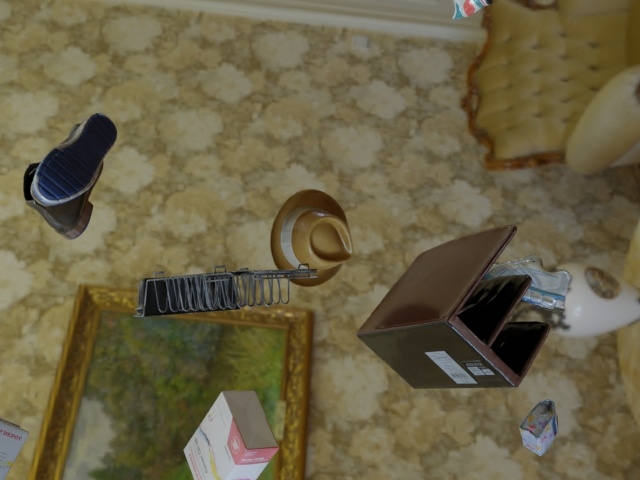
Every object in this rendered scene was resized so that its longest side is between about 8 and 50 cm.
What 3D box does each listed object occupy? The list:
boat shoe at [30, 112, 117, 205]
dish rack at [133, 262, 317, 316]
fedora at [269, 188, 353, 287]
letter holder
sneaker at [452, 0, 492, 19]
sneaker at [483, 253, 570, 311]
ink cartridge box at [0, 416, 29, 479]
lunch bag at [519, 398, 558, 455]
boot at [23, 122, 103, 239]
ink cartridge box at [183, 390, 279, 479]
[{"bbox_3d":[-0.332,-0.097,1.089,0.066,0.066,0.183,-30,21,34],"label":"boat shoe"},{"bbox_3d":[-0.147,0.078,1.313,0.271,0.208,0.074,-7,86,44],"label":"dish rack"},{"bbox_3d":[0.000,0.000,1.491,0.079,0.194,0.194,11,97,49],"label":"fedora"},{"bbox_3d":[0.231,0.112,1.333,0.214,0.152,0.302,-51,11,-23],"label":"letter holder"},{"bbox_3d":[0.194,-0.411,1.243,0.057,0.075,0.161,-27,-91,-57],"label":"sneaker"},{"bbox_3d":[0.338,0.057,1.406,0.071,0.190,0.083,36,-105,-60],"label":"sneaker"},{"bbox_3d":[-0.687,0.416,1.595,0.128,0.127,0.176,46,-116,-48],"label":"ink cartridge box"},{"bbox_3d":[0.408,0.340,1.504,0.083,0.053,0.071,-46,-41,-23],"label":"lunch bag"},{"bbox_3d":[-0.420,-0.121,1.342,0.106,0.082,0.219,46,-144,-55],"label":"boot"},{"bbox_3d":[-0.155,0.349,1.328,0.198,0.067,0.115,-58,45,30],"label":"ink cartridge box"}]
